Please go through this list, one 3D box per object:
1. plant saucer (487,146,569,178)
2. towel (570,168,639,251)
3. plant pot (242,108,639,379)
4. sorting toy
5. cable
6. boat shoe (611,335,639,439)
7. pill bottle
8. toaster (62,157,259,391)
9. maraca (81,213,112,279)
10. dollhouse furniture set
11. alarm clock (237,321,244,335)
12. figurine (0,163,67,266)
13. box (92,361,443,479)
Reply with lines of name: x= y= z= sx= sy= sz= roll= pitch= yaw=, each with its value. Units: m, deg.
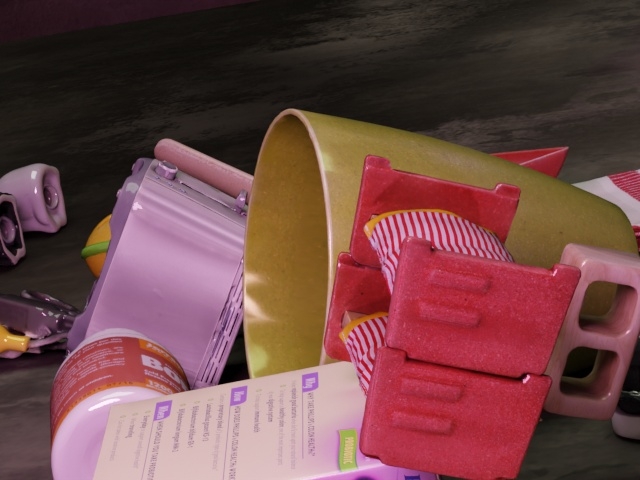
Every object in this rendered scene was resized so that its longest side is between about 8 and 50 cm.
plant saucer: x=0.111 y=-0.038 z=2.106 sx=0.258 sy=0.048 sz=0.259 roll=-19 pitch=6 yaw=-18
towel: x=0.340 y=-0.042 z=2.066 sx=0.329 sy=0.037 sz=0.237 roll=-14 pitch=15 yaw=-8
plant pot: x=0.108 y=0.033 z=1.641 sx=0.293 sy=0.275 sz=0.275 roll=2 pitch=12 yaw=-17
sorting toy: x=0.000 y=0.000 z=1.891 sx=0.307 sy=0.041 sz=0.229 roll=25 pitch=-4 yaw=36
cable: x=-0.254 y=0.106 z=1.985 sx=0.287 sy=0.072 sz=0.139 roll=14 pitch=11 yaw=32
boat shoe: x=0.328 y=0.065 z=1.608 sx=0.114 sy=0.091 sz=0.302 roll=-1 pitch=19 yaw=32
pill bottle: x=-0.163 y=0.147 z=1.609 sx=0.121 sy=0.121 sz=0.216 roll=-13 pitch=17 yaw=-5
toaster: x=-0.140 y=0.045 z=1.802 sx=0.146 sy=0.227 sz=0.129 roll=21 pitch=17 yaw=-2
maraca: x=-0.184 y=0.015 z=2.129 sx=0.127 sy=0.099 sz=0.185 roll=-5 pitch=-8 yaw=25
dollhouse furniture set: x=0.200 y=0.071 z=1.335 sx=0.374 sy=0.152 sz=0.201 roll=11 pitch=16 yaw=-12
alarm clock: x=-0.077 y=0.056 z=1.977 sx=0.129 sy=0.064 sz=0.192 roll=-4 pitch=21 yaw=24
figurine: x=-0.452 y=-0.022 z=2.457 sx=0.209 sy=0.092 sz=0.215 roll=-10 pitch=15 yaw=20
box: x=-0.033 y=0.186 z=1.396 sx=0.243 sy=0.117 sz=0.213 roll=-11 pitch=16 yaw=2
